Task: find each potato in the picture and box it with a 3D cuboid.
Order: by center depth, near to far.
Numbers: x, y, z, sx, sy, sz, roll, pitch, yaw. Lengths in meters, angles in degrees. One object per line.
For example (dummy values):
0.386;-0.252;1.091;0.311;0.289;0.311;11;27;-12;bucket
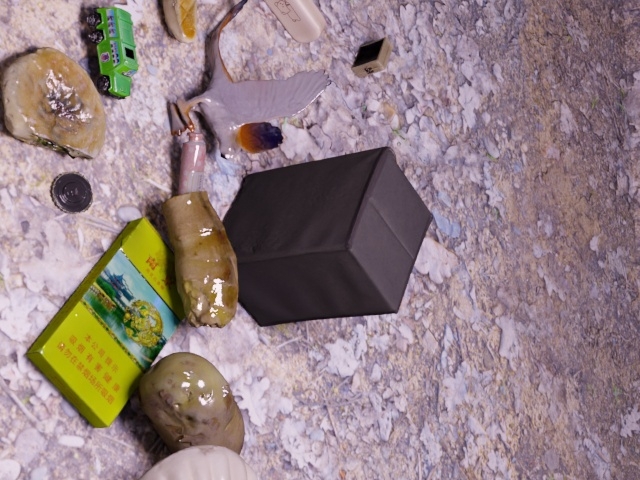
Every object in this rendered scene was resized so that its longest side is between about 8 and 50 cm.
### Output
-0.220;0.298;1.878;0.262;0.165;0.165;73;34;-44;potato

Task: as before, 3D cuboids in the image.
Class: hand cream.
-0.243;-0.096;2.024;0.067;0.043;0.209;-5;102;-51;hand cream

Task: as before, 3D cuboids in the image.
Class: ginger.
-0.210;0.033;1.940;0.116;0.109;0.262;-15;79;-8;ginger

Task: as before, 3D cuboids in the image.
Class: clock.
-0.425;-0.081;1.856;0.083;0.010;0.074;-16;93;-50;clock

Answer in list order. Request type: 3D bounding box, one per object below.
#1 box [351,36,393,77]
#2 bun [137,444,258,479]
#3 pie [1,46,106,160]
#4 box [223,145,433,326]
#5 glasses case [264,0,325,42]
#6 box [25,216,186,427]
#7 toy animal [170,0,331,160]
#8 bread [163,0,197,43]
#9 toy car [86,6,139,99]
0.120;-0.421;2.509;0.035;0.079;0.083;45;49;-34;box
-0.191;0.483;1.782;0.263;0.175;0.263;-17;123;-27;bun
-0.450;-0.235;1.836;0.218;0.052;0.185;15;65;-48;pie
-0.001;-0.001;2.074;0.204;0.345;0.251;52;45;-35;box
-0.067;-0.509;2.315;0.196;0.083;0.050;49;47;-27;glasses case
-0.344;0.136;1.869;0.187;0.047;0.335;54;45;-25;box
-0.180;-0.312;2.112;0.302;0.225;0.284;-31;85;-36;toy animal
-0.276;-0.478;2.092;0.073;0.053;0.214;15;67;-51;bread
-0.364;-0.335;1.932;0.071;0.063;0.165;6;74;-69;toy car
